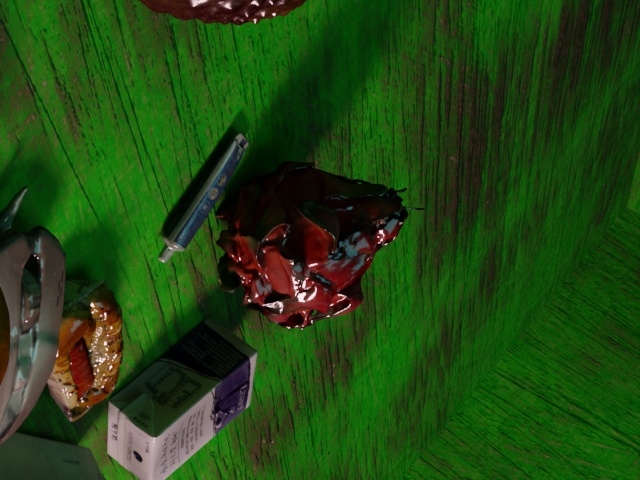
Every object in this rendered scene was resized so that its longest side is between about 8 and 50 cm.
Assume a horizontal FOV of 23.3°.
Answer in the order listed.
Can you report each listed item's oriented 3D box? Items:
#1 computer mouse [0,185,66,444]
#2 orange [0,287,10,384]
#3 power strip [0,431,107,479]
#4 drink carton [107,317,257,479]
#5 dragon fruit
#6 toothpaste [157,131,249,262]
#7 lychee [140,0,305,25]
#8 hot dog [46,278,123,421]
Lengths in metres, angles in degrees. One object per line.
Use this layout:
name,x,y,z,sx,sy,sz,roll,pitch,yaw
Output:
computer mouse,-0.360,0.117,1.713,0.199,0.115,0.389,-22,142,-61
orange,-0.398,0.103,1.512,0.224,0.170,0.224,-46,152,-33
power strip,-0.363,0.301,1.979,0.043,0.106,0.367,-30,160,8
drink carton,-0.202,0.237,2.248,0.222,0.102,0.134,-40,156,-35
dragon fruit,0.000,0.000,2.115,0.234,0.293,0.234,-9,90,-83
toothpaste,-0.153,-0.055,2.015,0.197,0.034,0.057,-57,165,-6
lychee,-0.098,-0.316,1.445,0.260,0.260,0.261,-45,157,-26
hot dog,-0.299,0.137,1.930,0.131,0.069,0.253,-45,158,-28
